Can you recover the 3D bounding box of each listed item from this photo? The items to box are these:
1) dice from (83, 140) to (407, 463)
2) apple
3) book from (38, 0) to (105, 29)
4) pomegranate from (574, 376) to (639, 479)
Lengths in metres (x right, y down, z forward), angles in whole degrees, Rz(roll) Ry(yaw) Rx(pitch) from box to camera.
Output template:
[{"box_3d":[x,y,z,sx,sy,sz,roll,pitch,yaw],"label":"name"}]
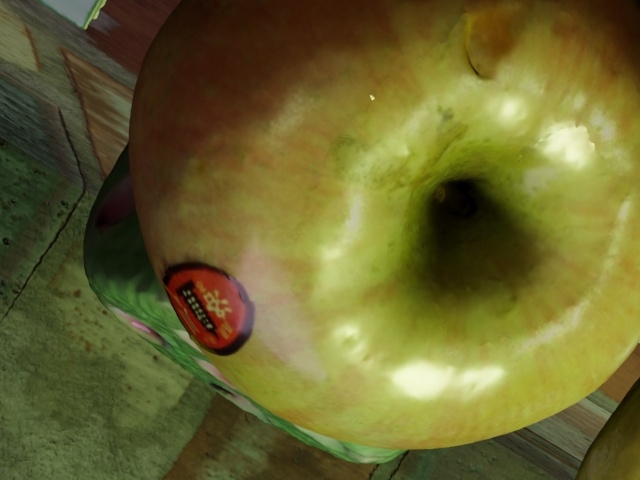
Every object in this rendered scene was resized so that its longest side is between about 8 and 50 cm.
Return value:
[{"box_3d":[0.000,0.000,1.624,0.318,0.322,0.330,40,164,-30],"label":"dice"},{"box_3d":[0.060,-0.050,1.193,0.391,0.391,0.346,37,-175,-20],"label":"apple"},{"box_3d":[-0.290,-0.351,1.347,0.379,0.031,0.264,34,135,-7],"label":"book"},{"box_3d":[0.396,0.277,1.522,0.410,0.410,0.410,31,168,7],"label":"pomegranate"}]
